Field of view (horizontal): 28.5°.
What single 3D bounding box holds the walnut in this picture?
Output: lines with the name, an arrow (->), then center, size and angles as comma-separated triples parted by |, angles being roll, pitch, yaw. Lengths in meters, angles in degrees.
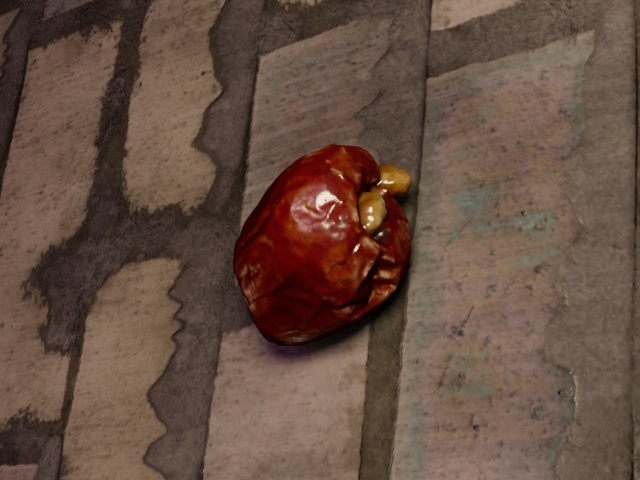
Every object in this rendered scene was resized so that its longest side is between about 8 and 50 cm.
walnut -> 0.000, 0.000, 1.697 | 0.269, 0.222, 0.244 | -34, 17, 35
